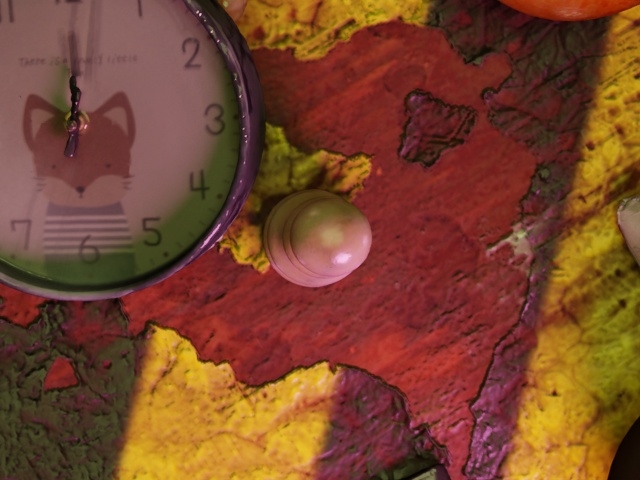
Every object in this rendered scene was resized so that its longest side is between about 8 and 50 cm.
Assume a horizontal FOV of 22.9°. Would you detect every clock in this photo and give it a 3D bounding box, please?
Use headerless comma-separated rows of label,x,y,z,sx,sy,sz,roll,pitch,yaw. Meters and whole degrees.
clock,-0.212,-0.102,1.380,0.325,0.067,0.325,1,104,5

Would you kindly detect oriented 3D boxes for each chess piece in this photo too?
chess piece,0.000,0.000,1.392,0.094,0.170,0.094,0,92,-5

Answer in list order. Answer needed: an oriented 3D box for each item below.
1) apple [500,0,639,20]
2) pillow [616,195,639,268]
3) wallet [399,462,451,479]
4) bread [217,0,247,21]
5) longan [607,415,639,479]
apple,0.230,-0.311,1.382,0.246,0.226,0.246,0,100,1
pillow,0.403,-0.020,1.491,0.229,0.051,0.128,-23,89,-3
wallet,0.110,0.341,1.473,0.124,0.025,0.244,-24,92,-5
bread,-0.179,-0.244,1.422,0.232,0.088,0.128,17,80,0
longan,0.397,0.255,1.395,0.300,0.243,0.300,-3,101,-15
